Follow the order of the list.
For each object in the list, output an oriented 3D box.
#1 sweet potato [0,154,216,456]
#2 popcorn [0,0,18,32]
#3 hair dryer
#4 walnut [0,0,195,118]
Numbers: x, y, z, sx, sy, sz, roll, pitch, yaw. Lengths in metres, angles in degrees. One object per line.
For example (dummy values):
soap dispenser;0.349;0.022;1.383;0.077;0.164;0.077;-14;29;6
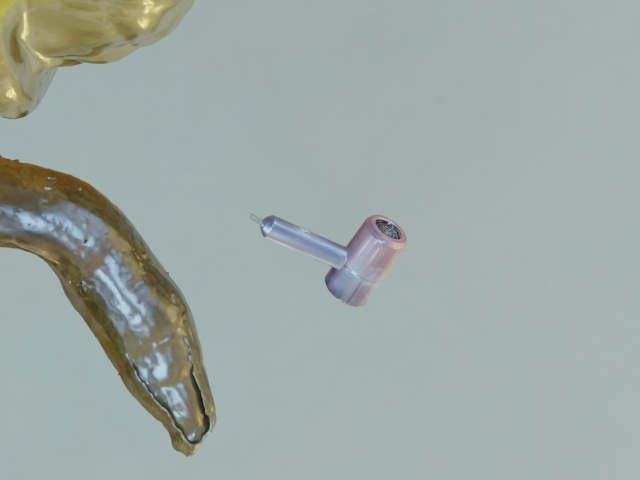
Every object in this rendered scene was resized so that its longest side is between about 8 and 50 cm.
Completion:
sweet potato;-0.174;0.045;1.497;0.112;0.285;0.085;-38;-172;-13
popcorn;-0.170;-0.129;0.575;0.156;0.197;0.197;-20;162;-19
hair dryer;0.000;0.000;1.371;0.063;0.114;0.037;-56;-157;27
walnut;-0.190;-0.200;1.025;0.277;0.282;0.253;-102;-151;-72
